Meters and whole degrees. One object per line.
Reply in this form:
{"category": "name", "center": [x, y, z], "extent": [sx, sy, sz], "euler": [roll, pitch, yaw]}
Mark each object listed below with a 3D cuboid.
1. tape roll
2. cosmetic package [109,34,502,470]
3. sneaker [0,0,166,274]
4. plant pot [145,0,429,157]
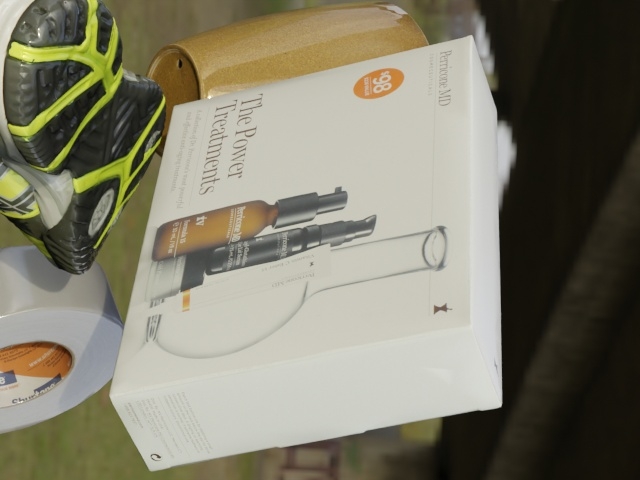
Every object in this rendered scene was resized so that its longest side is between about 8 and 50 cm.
{"category": "tape roll", "center": [-0.289, 0.095, 1.610], "extent": [0.219, 0.219, 0.072], "euler": [93, -23, -60]}
{"category": "cosmetic package", "center": [0.000, 0.000, 1.439], "extent": [0.377, 0.284, 0.097], "euler": [-85, 160, -50]}
{"category": "sneaker", "center": [-0.211, -0.094, 1.255], "extent": [0.384, 0.147, 0.145], "euler": [86, 29, -68]}
{"category": "plant pot", "center": [-0.046, -0.139, 1.829], "extent": [0.237, 0.254, 0.237], "euler": [0, -90, 53]}
